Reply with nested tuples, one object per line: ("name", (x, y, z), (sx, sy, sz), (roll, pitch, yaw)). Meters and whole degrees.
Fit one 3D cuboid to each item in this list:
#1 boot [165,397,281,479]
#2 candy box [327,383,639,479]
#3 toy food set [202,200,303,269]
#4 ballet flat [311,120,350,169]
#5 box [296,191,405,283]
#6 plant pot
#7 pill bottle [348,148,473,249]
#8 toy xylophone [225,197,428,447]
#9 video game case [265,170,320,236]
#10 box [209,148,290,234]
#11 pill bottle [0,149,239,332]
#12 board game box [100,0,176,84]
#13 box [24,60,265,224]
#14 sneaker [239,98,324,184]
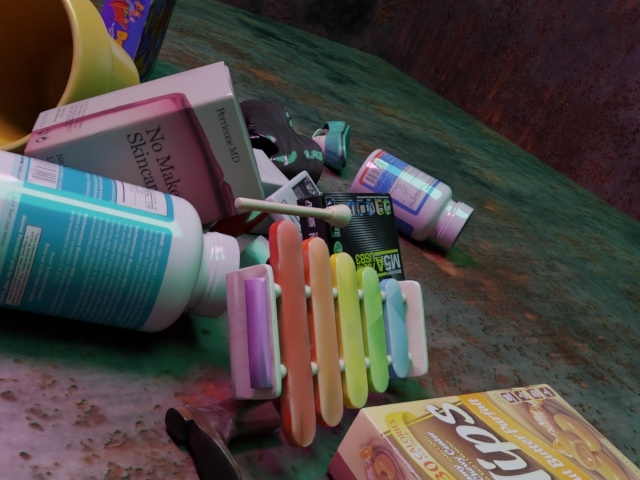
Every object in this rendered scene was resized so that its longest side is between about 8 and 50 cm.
("boot", (-0.069, 0.178, 0.637), (0.114, 0.037, 0.106), (5, 28, -50))
("candy box", (0.184, 0.243, 0.689), (0.316, 0.087, 0.183), (5, 29, -41))
("toy food set", (-0.109, 0.011, 0.891), (0.232, 0.111, 0.104), (40, 55, 8))
("ballet flat", (0.021, -0.215, 1.584), (0.087, 0.083, 0.247), (1, 22, 4))
("box", (0.049, 0.030, 0.916), (0.045, 0.184, 0.191), (-13, -5, 33))
("plant pot", (-0.380, -0.228, 0.971), (0.254, 0.254, 0.239), (30, 6, 12))
("pill bottle", (0.176, -0.074, 1.351), (0.221, 0.124, 0.124), (32, 23, 12))
("toy xylophone", (0.005, 0.066, 0.727), (0.081, 0.236, 0.323), (-10, -3, 32))
("video game case", (0.000, 0.000, 1.004), (0.190, 0.022, 0.173), (57, 22, -7))
("box", (-0.149, -0.086, 1.066), (0.170, 0.091, 0.130), (8, 27, -37))
("pill bottle", (-0.220, 0.011, 0.699), (0.264, 0.146, 0.146), (15, 24, -25))
("board game box", (-0.371, -0.426, 1.403), (0.078, 0.233, 0.347), (21, 23, -11))
("box", (-0.197, -0.095, 0.817), (0.232, 0.148, 0.127), (-17, 32, -2))
("sneaker", (-0.110, -0.203, 1.365), (0.130, 0.109, 0.286), (-1, 32, -38))
